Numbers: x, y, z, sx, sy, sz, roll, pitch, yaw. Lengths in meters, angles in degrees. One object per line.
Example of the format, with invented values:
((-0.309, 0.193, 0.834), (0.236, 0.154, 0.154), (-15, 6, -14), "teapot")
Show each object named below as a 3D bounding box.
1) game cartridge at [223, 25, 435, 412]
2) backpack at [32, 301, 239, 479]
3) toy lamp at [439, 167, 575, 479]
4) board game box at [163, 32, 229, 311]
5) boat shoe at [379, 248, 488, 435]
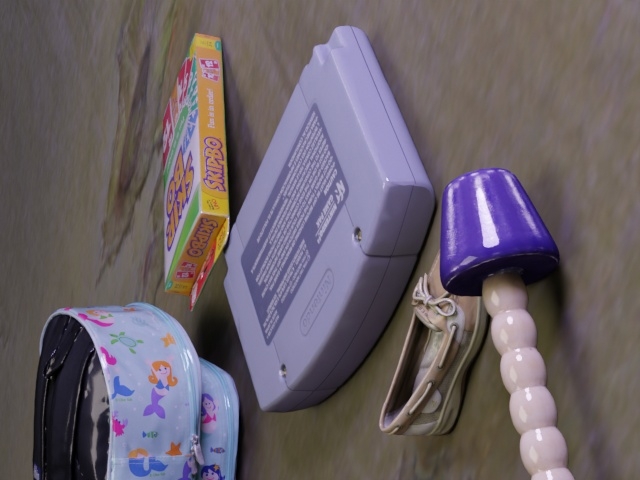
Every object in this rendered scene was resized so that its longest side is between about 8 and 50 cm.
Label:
((0.000, 0.000, 1.192), (0.297, 0.062, 0.198), (-62, 41, 44), "game cartridge")
((-0.187, 0.186, 1.418), (0.225, 0.191, 0.253), (12, 108, 61), "backpack")
((0.127, 0.088, 0.897), (0.080, 0.080, 0.274), (-42, 53, 57), "toy lamp")
((-0.122, -0.067, 1.416), (0.124, 0.039, 0.259), (119, 151, -45), "board game box")
((0.078, 0.070, 1.028), (0.056, 0.048, 0.153), (-129, 46, -53), "boat shoe")
